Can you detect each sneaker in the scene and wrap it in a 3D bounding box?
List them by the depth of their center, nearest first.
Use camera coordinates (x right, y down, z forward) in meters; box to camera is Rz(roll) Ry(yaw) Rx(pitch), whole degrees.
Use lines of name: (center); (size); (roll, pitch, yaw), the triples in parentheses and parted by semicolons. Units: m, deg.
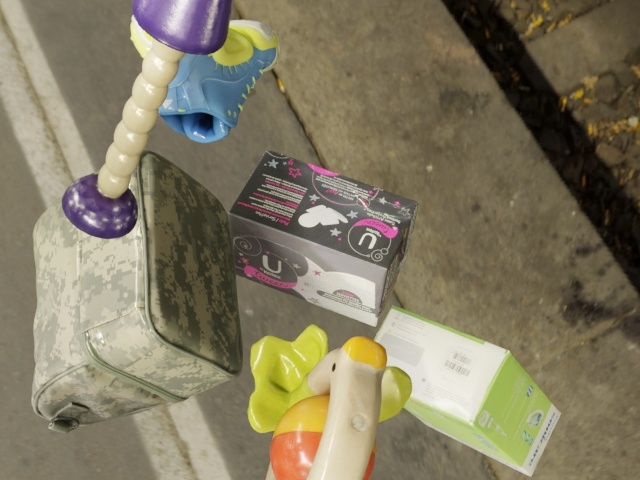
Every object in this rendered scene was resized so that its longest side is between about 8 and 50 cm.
sneaker: (-0.109, -0.159, 0.876); (0.091, 0.240, 0.126); (-2, 94, 25)

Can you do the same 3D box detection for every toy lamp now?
toy lamp: (-0.143, -0.120, 0.724); (0.080, 0.274, 0.080); (21, 39, -18)

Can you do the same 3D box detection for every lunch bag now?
lunch bag: (-0.259, 0.068, 1.129); (0.256, 0.212, 0.305); (-24, 55, 20)

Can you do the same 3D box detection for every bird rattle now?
bird rattle: (-0.018, 0.175, 0.682); (0.143, 0.207, 0.253); (29, 56, -3)

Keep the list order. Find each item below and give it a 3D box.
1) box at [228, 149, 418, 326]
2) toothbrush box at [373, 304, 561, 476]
box: (0.000, 0.000, 1.318); (0.247, 0.163, 0.142); (21, 54, 12)
toothbrush box: (0.219, 0.233, 1.341); (0.206, 0.283, 0.122); (20, 73, 39)
